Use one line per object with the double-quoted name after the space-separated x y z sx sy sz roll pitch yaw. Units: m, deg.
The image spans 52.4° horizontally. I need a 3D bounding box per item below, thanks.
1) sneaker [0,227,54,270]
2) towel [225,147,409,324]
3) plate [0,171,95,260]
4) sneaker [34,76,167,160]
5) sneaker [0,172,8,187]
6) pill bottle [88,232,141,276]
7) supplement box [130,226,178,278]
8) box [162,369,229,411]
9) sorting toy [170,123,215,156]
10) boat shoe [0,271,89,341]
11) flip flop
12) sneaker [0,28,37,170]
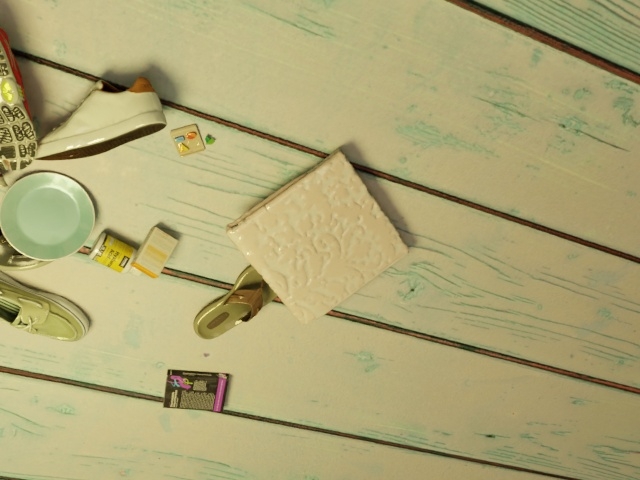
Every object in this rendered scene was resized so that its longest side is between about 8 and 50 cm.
-0.676 -0.004 1.388 0.222 0.083 0.118 -1 121 -6 "sneaker"
0.000 0.000 1.481 0.317 0.053 0.332 -36 121 1 "towel"
-0.577 -0.051 1.379 0.188 0.024 0.188 -3 99 -19 "plate"
-0.448 -0.241 1.288 0.290 0.106 0.123 -16 89 10 "sneaker"
-0.727 -0.086 1.330 0.185 0.069 0.084 -37 100 15 "sneaker"
-0.452 0.035 1.456 0.116 0.065 0.065 30 113 -24 "pill bottle"
-0.370 0.027 1.448 0.062 0.036 0.098 36 68 -25 "supplement box"
-0.329 0.396 1.716 0.162 0.029 0.116 7 119 -14 "box"
-0.266 -0.211 1.363 0.083 0.012 0.062 -15 122 2 "sorting toy"
-0.679 0.164 1.484 0.302 0.094 0.109 31 112 -24 "boat shoe"
-0.189 0.153 1.553 0.277 0.080 0.112 -37 120 8 "flip flop"
-0.587 -0.266 1.220 0.107 0.118 0.279 -1 123 -7 "sneaker"
